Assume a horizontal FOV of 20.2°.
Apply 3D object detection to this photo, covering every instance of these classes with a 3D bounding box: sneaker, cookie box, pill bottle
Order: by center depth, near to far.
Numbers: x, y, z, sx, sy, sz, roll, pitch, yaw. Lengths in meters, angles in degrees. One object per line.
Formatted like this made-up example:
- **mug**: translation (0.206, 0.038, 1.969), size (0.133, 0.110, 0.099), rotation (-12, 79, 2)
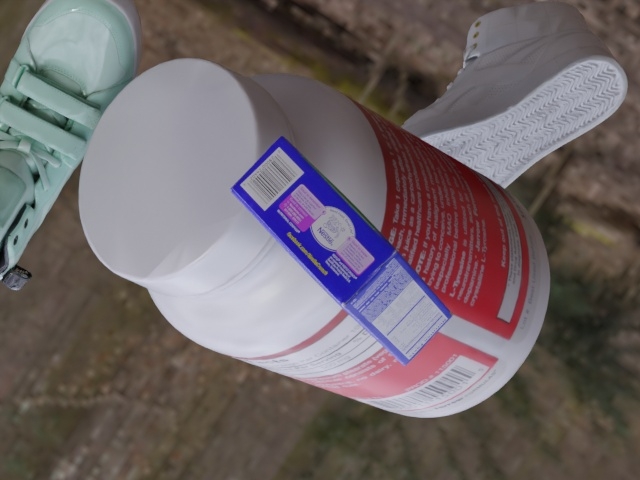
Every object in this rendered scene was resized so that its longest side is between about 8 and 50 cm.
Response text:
- **cookie box**: translation (0.013, 0.007, 0.902), size (0.092, 0.040, 0.107), rotation (46, 180, 27)
- **sneaker**: translation (-0.214, -0.071, 1.361), size (0.094, 0.256, 0.151), rotation (26, -147, -10)
- **pill bottle**: translation (0.000, 0.000, 1.468), size (0.229, 0.229, 0.407), rotation (42, -170, 37)
- **sneaker**: translation (0.151, -0.130, 1.787), size (0.108, 0.292, 0.169), rotation (58, -171, -33)
